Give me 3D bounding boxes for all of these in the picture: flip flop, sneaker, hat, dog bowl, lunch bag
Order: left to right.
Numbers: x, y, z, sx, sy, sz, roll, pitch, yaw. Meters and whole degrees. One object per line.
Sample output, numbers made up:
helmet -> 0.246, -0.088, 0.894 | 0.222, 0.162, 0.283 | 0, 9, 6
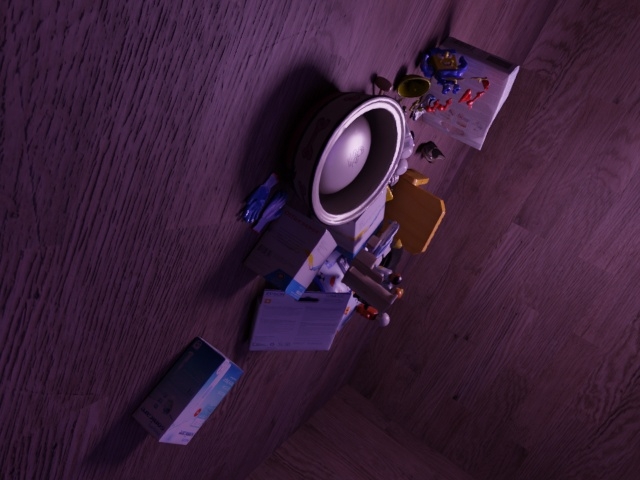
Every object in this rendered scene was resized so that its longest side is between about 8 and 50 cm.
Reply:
lunch bag -> 0.059, 0.161, 1.954 | 0.328, 0.239, 0.385 | -42, 140, -35
dog bowl -> 0.068, -0.253, 1.400 | 0.408, 0.150, 0.407 | -34, 144, -30
hat -> 0.286, 0.104, 2.510 | 0.331, 0.134, 0.331 | -25, 130, -35
sneaker -> 0.437, -0.564, 1.999 | 0.135, 0.058, 0.052 | -59, 160, 5
flip flop -> 0.568, -0.439, 2.433 | 0.080, 0.112, 0.277 | -39, 173, 31

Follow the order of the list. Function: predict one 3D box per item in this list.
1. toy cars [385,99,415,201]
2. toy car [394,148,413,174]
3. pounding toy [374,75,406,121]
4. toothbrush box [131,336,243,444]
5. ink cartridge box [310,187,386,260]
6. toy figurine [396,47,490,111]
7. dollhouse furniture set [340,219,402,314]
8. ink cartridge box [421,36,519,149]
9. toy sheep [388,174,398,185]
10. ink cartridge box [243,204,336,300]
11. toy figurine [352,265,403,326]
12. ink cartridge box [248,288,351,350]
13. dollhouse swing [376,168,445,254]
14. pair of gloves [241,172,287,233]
toy cars -> 0.241, -0.304, 1.712 | 0.087, 0.177, 0.393 | -98, -155, -68
toy car -> 0.265, -0.349, 1.836 | 0.136, 0.159, 0.182 | -8, 140, -16
pounding toy -> 0.208, -0.394, 1.584 | 0.155, 0.154, 0.269 | -27, 144, -54
toothbrush box -> -0.406, 0.478, 1.488 | 0.295, 0.126, 0.216 | -50, 158, -17
ink cartridge box -> 0.098, -0.104, 1.688 | 0.197, 0.198, 0.270 | -49, 158, -22
toy figurine -> 0.433, -0.634, 1.800 | 0.363, 0.217, 0.191 | -6, 160, -9
dollhouse furniture set -> 0.260, 0.069, 1.740 | 0.303, 0.198, 0.286 | -48, 170, -24
ink cartridge box -> 0.604, -0.603, 1.962 | 0.091, 0.308, 0.385 | -45, 156, -28
toy sheep -> 0.293, -0.276, 2.055 | 0.132, 0.091, 0.091 | -26, 145, -31
ink cartridge box -> -0.090, 0.040, 1.507 | 0.232, 0.171, 0.168 | -55, 160, -6
toy figurine -> 0.246, 0.222, 1.924 | 0.209, 0.148, 0.213 | -52, 151, -26
ink cartridge box -> -0.083, 0.282, 1.747 | 0.324, 0.071, 0.330 | 5, 127, -18
dollhouse swing -> 0.472, -0.134, 2.348 | 0.315, 0.305, 0.346 | -17, 135, -60
pair of gloves -> -0.156, -0.101, 1.368 | 0.159, 0.023, 0.198 | -54, 159, -9
